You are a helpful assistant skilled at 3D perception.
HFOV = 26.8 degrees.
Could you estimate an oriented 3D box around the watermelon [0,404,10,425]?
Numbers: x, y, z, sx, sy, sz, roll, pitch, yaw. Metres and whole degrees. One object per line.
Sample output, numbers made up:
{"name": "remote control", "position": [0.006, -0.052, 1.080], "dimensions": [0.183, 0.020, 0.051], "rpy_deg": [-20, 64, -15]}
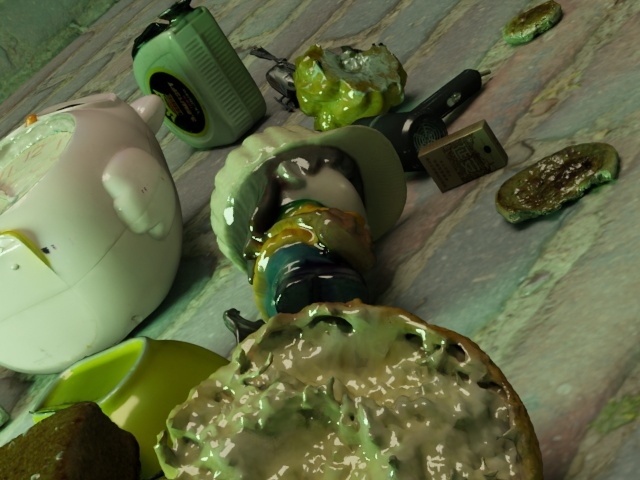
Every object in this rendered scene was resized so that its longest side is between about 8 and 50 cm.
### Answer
{"name": "watermelon", "position": [-0.480, 0.194, 1.724], "dimensions": [0.094, 0.154, 0.241], "rpy_deg": [-43, 36, -19]}

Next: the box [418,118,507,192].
{"name": "box", "position": [0.155, -0.092, 1.461], "dimensions": [0.083, 0.053, 0.024], "rpy_deg": [-24, 25, 30]}

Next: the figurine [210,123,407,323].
{"name": "figurine", "position": [-0.030, 0.002, 1.369], "dimensions": [0.205, 0.185, 0.332], "rpy_deg": [7, 28, 8]}

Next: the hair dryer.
{"name": "hair dryer", "position": [0.139, -0.153, 1.614], "dimensions": [0.219, 0.071, 0.124], "rpy_deg": [-38, 22, -31]}

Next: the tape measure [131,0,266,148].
{"name": "tape measure", "position": [-0.203, -0.266, 2.095], "dimensions": [0.115, 0.235, 0.207], "rpy_deg": [-43, 23, -26]}

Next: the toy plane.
{"name": "toy plane", "position": [-0.038, -0.234, 2.011], "dimensions": [0.053, 0.078, 0.197], "rpy_deg": [-37, 36, -11]}

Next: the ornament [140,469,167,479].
{"name": "ornament", "position": [-0.111, 0.196, 1.199], "dimensions": [0.073, 0.028, 0.125], "rpy_deg": [-33, -1, -31]}

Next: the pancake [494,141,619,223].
{"name": "pancake", "position": [0.231, -0.060, 1.328], "dimensions": [0.129, 0.022, 0.116], "rpy_deg": [-29, 22, 5]}

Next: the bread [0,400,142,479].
{"name": "bread", "position": [-0.344, 0.308, 1.238], "dimensions": [0.417, 0.113, 0.165], "rpy_deg": [-33, 24, 20]}

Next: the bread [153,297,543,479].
{"name": "bread", "position": [0.019, 0.173, 0.939], "dimensions": [0.274, 0.149, 0.274], "rpy_deg": [-2, 50, 2]}

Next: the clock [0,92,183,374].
{"name": "clock", "position": [-0.328, -0.016, 1.749], "dimensions": [0.368, 0.250, 0.376], "rpy_deg": [-25, 30, 27]}

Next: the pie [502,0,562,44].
{"name": "pie", "position": [0.271, -0.280, 1.725], "dimensions": [0.084, 0.020, 0.084], "rpy_deg": [-29, 22, 13]}

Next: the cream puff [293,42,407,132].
{"name": "cream puff", "position": [0.037, -0.191, 1.771], "dimensions": [0.156, 0.156, 0.121], "rpy_deg": [-24, 67, 26]}

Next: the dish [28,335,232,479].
{"name": "dish", "position": [-0.209, 0.177, 1.367], "dimensions": [0.262, 0.108, 0.221], "rpy_deg": [-17, 27, 37]}

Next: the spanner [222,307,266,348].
{"name": "spanner", "position": [-0.073, 0.129, 1.345], "dimensions": [0.254, 0.054, 0.015], "rpy_deg": [-102, 29, -66]}
